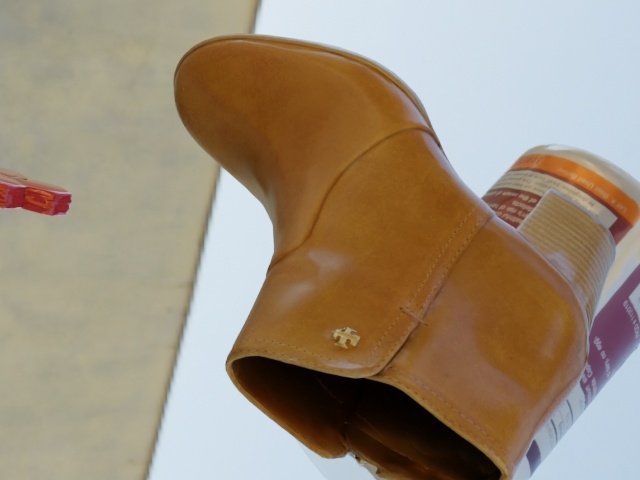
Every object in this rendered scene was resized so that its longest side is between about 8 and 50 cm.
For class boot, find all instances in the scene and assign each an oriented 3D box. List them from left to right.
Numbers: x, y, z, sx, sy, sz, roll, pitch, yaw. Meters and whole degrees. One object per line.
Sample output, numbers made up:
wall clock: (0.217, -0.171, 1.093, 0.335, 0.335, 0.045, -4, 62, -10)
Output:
boot: (0.000, 0.001, 0.668, 0.295, 0.211, 0.104, 27, -50, 16)

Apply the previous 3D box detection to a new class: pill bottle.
pill bottle: (0.170, 0.107, 1.294, 0.224, 0.392, 0.224, 39, -19, 16)

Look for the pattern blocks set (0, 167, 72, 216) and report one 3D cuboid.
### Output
pattern blocks set: (-0.362, -0.062, 0.876, 0.324, 0.285, 0.026, 18, -82, 12)
